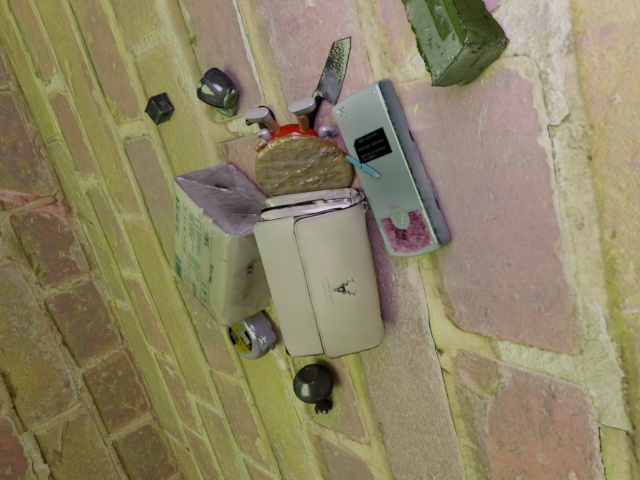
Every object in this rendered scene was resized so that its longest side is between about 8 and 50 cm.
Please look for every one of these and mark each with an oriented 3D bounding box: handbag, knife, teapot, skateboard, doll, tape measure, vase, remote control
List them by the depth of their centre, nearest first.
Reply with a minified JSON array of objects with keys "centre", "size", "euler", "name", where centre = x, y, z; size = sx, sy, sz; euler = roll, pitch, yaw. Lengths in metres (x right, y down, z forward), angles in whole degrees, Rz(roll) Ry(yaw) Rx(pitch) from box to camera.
[{"centre":[0.138,-0.131,0.977],"size":[0.145,0.050,0.343],"euler":[-12,103,52],"name":"remote control"},{"centre":[0.084,-0.147,0.984],"size":[0.091,0.005,0.014],"euler":[37,138,29],"name":"knife"},{"centre":[0.017,-0.320,1.029],"size":[0.060,0.028,0.230],"euler":[38,135,11],"name":"knife"},{"centre":[-0.052,-0.214,1.087],"size":[0.183,0.085,0.217],"euler":[-7,141,17],"name":"doll"},{"centre":[0.009,0.078,1.115],"size":[0.237,0.160,0.358],"euler":[-9,115,7],"name":"handbag"},{"centre":[-0.102,-0.256,1.180],"size":[0.080,0.067,0.151],"euler":[-37,88,42],"name":"skateboard"},{"centre":[-0.249,-0.375,1.268],"size":[0.091,0.124,0.092],"euler":[36,96,9],"name":"teapot"},{"centre":[-0.011,0.451,1.471],"size":[0.120,0.120,0.182],"euler":[21,141,41],"name":"vase"},{"centre":[-0.230,0.293,1.634],"size":[0.196,0.105,0.178],"euler":[54,135,8],"name":"tape measure"}]

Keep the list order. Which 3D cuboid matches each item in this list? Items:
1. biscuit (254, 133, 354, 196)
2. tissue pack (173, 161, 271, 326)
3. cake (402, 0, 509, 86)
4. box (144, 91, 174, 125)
[{"centre":[-0.037,-0.148,1.073],"size":[0.219,0.220,0.033],"euler":[126,154,-50],"name":"biscuit"},{"centre":[-0.272,0.015,1.414],"size":[0.297,0.207,0.380],"euler":[43,139,26],"name":"tissue pack"},{"centre":[0.198,-0.362,0.782],"size":[0.100,0.099,0.235],"euler":[-43,57,53],"name":"cake"},{"centre":[-0.500,-0.408,1.544],"size":[0.063,0.060,0.085],"euler":[54,142,-3],"name":"box"}]
